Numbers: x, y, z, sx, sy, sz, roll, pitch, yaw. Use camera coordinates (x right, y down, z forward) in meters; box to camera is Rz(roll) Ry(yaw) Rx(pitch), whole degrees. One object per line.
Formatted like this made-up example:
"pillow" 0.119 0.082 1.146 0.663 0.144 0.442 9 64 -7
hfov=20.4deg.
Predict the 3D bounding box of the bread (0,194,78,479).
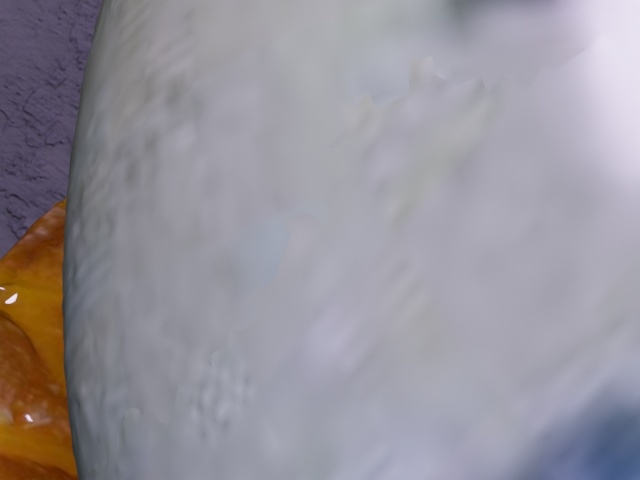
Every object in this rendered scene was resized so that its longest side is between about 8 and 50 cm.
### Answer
"bread" -0.077 0.167 0.702 0.279 0.279 0.207 -52 -3 -45

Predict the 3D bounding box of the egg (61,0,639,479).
"egg" 0.100 -0.008 0.496 0.345 0.345 0.428 -30 33 58
